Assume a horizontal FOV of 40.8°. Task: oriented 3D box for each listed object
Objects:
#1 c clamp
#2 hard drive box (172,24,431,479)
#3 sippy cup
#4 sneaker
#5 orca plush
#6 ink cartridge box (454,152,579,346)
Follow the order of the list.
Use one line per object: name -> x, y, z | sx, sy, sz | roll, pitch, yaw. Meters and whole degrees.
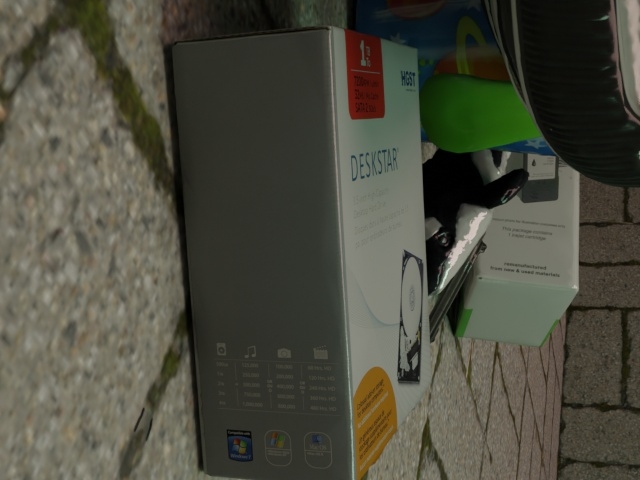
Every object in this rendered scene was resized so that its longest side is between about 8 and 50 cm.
c clamp -> 0.122, 0.053, 0.836 | 0.161, 0.022, 0.137 | -64, 168, 21
hard drive box -> 0.000, 0.000, 0.512 | 0.181, 0.089, 0.232 | -25, 113, -68
sippy cup -> 0.154, -0.174, 0.732 | 0.305, 0.224, 0.240 | 11, 80, -69
sneaker -> 0.120, -0.271, 0.454 | 0.257, 0.169, 0.448 | -99, -178, -71
orca plush -> 0.123, -0.074, 0.814 | 0.102, 0.151, 0.287 | 44, 64, -10
ink cartridge box -> 0.235, -0.035, 1.035 | 0.198, 0.114, 0.273 | 86, 12, -64
